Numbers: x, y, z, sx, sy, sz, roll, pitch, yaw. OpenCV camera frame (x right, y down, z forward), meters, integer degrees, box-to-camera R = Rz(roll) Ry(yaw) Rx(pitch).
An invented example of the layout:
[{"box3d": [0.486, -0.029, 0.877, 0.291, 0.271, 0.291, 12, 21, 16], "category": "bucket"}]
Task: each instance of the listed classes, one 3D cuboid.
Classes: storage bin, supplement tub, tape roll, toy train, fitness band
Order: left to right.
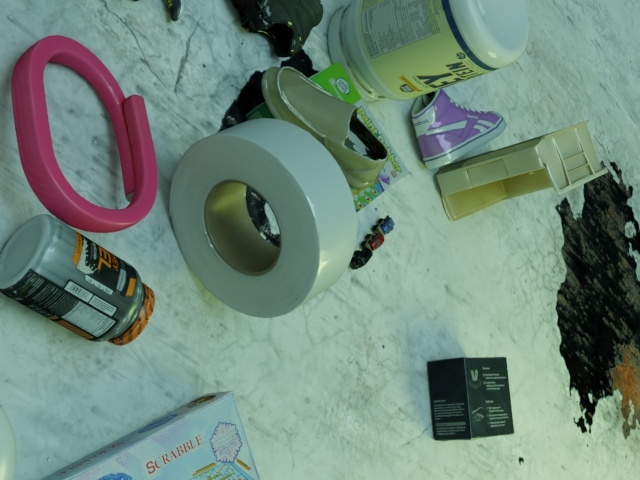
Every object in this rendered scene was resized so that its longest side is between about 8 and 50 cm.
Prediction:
[{"box3d": [-0.317, 0.058, 1.275, 0.190, 0.117, 0.117, 37, 54, -37], "category": "supplement tub"}, {"box3d": [-0.323, -0.145, 1.330, 0.209, 0.054, 0.291, 12, 58, -51], "category": "fitness band"}, {"box3d": [-0.088, -0.033, 1.434, 0.100, 0.286, 0.286, -31, 103, -47], "category": "tape roll"}, {"box3d": [0.100, 0.001, 1.822, 0.027, 0.036, 0.158, 58, 44, -20], "category": "toy train"}, {"box3d": [0.198, -0.399, 1.820, 0.235, 0.324, 0.236, 16, 68, -45], "category": "supplement tub"}, {"box3d": [0.422, -0.145, 2.053, 0.260, 0.262, 0.123, -22, 95, -49], "category": "storage bin"}]

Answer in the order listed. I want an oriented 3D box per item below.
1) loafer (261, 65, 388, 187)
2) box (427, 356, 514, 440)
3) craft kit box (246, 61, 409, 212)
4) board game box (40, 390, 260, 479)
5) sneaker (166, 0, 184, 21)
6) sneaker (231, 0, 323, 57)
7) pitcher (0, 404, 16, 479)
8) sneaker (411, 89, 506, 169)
[{"box3d": [0.016, -0.204, 1.638, 0.268, 0.092, 0.102, 41, 46, -20], "category": "loafer"}, {"box3d": [0.298, 0.312, 1.919, 0.156, 0.093, 0.158, 8, 75, -47], "category": "box"}, {"box3d": [0.020, -0.169, 1.730, 0.250, 0.061, 0.246, 56, 40, -5], "category": "craft kit box"}, {"box3d": [-0.202, 0.415, 1.347, 0.318, 0.065, 0.318, -21, 96, -49], "category": "board game box"}, {"box3d": [-0.240, -0.390, 1.554, 0.035, 0.031, 0.083, 6, 71, -34], "category": "sneaker"}, {"box3d": [-0.109, -0.430, 1.658, 0.286, 0.109, 0.130, 40, 59, -32], "category": "sneaker"}, {"box3d": [-0.405, 0.293, 1.126, 0.177, 0.125, 0.207, 15, 78, -68], "category": "pitcher"}, {"box3d": [0.295, -0.270, 2.070, 0.282, 0.102, 0.161, -30, 99, -48], "category": "sneaker"}]
